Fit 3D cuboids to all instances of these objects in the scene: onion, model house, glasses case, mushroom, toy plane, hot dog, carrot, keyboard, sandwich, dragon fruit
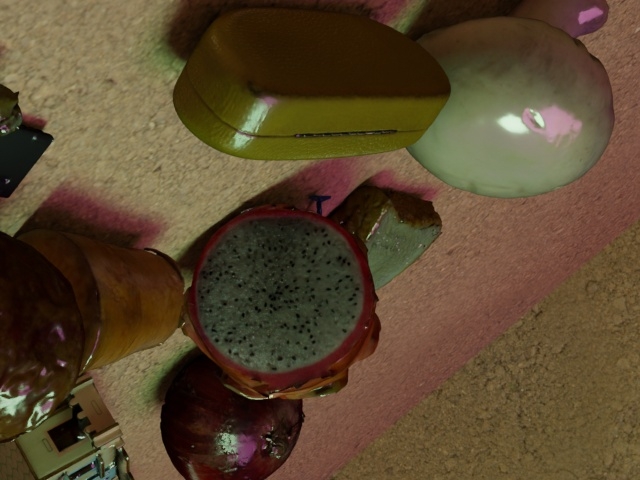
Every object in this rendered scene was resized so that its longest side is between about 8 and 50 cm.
[{"bbox_3d":[-0.152,0.318,2.097,0.276,0.276,0.276,-31,158,-14],"label":"onion"},{"bbox_3d":[-0.446,0.394,1.921,0.244,0.169,0.326,-24,156,-23],"label":"model house"},{"bbox_3d":[-0.018,-0.180,1.387,0.371,0.173,0.141,-8,144,-46],"label":"glasses case"},{"bbox_3d":[0.285,-0.194,1.644,0.356,0.315,0.315,-16,153,-15],"label":"mushroom"},{"bbox_3d":[0.000,0.000,1.882,0.054,0.062,0.167,-1,115,-1],"label":"toy plane"},{"bbox_3d":[-0.431,0.093,1.210,0.388,0.174,0.266,21,82,-52],"label":"hot dog"},{"bbox_3d":[-0.279,0.080,1.517,0.196,0.196,0.254,-45,161,21],"label":"carrot"},{"bbox_3d":[-0.405,-0.100,1.172,0.106,0.027,0.317,-47,157,15],"label":"keyboard"},{"bbox_3d":[0.084,0.008,2.037,0.226,0.087,0.251,-40,156,19],"label":"sandwich"},{"bbox_3d":[-0.052,0.108,1.791,0.305,0.305,0.226,-35,165,-4],"label":"dragon fruit"}]

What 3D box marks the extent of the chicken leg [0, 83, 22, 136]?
[{"bbox_3d":[-0.347,-0.149,1.079,0.103,0.088,0.228,-56,151,11],"label":"chicken leg"}]
